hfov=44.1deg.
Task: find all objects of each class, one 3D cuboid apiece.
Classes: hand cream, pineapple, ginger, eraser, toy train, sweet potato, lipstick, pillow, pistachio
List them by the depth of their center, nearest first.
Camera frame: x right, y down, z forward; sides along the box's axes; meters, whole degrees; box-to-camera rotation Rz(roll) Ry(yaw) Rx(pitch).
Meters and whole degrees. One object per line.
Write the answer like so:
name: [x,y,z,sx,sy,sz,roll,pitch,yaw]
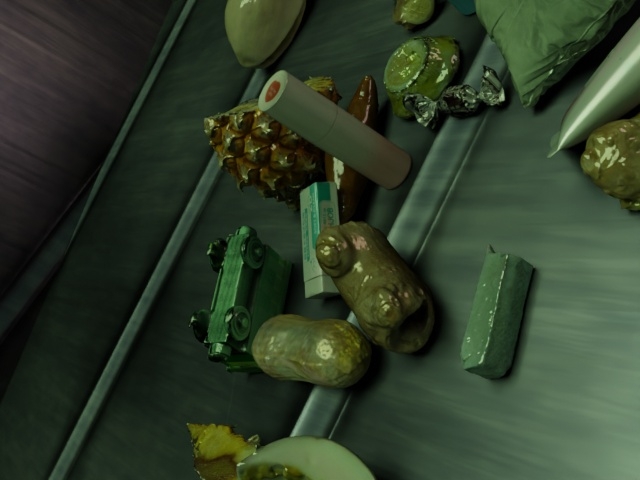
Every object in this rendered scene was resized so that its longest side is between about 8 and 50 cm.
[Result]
ginger: [0.443,-0.146,1.106,0.193,0.122,0.115,-64,15,-15]
hand cream: [0.466,-0.260,1.147,0.358,0.118,0.185,-45,1,24]
pillow: [0.383,-0.417,1.339,0.283,0.138,0.310,-53,39,41]
ginger: [0.087,0.071,1.358,0.130,0.221,0.276,-44,27,10]
pineapple: [-0.147,0.447,1.516,0.164,0.140,0.250,-27,45,-21]
lipstick: [0.034,-0.206,1.517,0.087,0.326,0.087,-35,40,36]
eraser: [0.000,0.000,1.588,0.095,0.052,0.225,153,117,-64]
toy train: [-0.162,0.128,1.666,0.120,0.202,0.301,-5,59,26]
sweet potato: [0.061,-0.182,1.667,0.112,0.112,0.359,-22,50,45]
pineapple: [-0.046,-0.184,1.727,0.344,0.286,0.209,-25,23,-24]
ginger: [0.208,-0.565,1.788,0.137,0.074,0.213,-44,30,26]
pistachio: [-0.161,-0.652,2.266,0.226,0.208,0.332,24,94,15]

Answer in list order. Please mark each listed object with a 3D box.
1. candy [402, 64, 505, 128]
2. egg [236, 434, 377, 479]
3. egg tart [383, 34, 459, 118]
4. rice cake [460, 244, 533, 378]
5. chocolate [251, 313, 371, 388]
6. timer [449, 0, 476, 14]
candy: [0.250,-0.267,1.495,0.226,0.094,0.051,-4,27,48]
egg: [-0.001,0.436,1.246,0.206,0.162,0.271,-33,67,-12]
egg tart: [0.200,-0.345,1.626,0.197,0.078,0.197,-32,45,39]
rice cake: [0.268,0.109,1.199,0.063,0.069,0.207,-7,58,55]
chocolate: [-0.027,0.206,1.478,0.309,0.134,0.134,0,67,54]
timer: [0.360,-0.603,1.589,0.250,0.091,0.232,-19,51,43]
